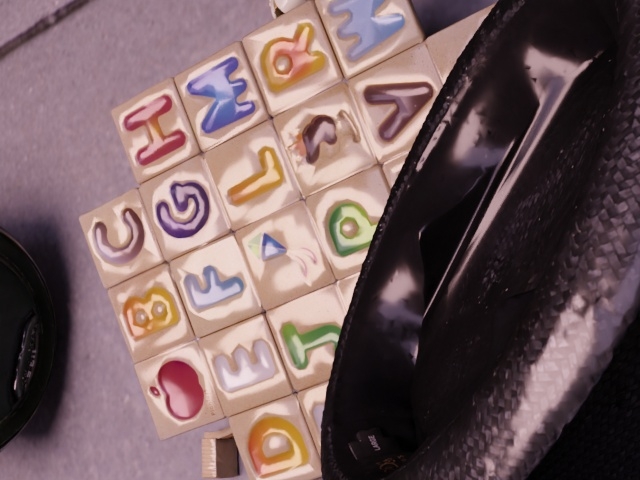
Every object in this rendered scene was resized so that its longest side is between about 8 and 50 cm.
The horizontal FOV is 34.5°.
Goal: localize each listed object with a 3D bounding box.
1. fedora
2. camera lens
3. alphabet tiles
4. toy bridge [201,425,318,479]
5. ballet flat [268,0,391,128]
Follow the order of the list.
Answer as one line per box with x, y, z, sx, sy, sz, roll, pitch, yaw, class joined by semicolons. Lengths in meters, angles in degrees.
0.126;0.020;0.485;0.334;0.153;0.334;-159;90;-78;fedora
-0.383;0.085;0.888;0.274;0.219;0.219;-2;85;38;camera lens
0.000;0.000;0.659;0.343;0.011;0.285;-24;85;25;alphabet tiles
-0.013;0.135;0.718;0.188;0.026;0.063;-8;79;37;toy bridge
0.008;-0.146;0.701;0.073;0.067;0.206;-49;59;24;ballet flat
